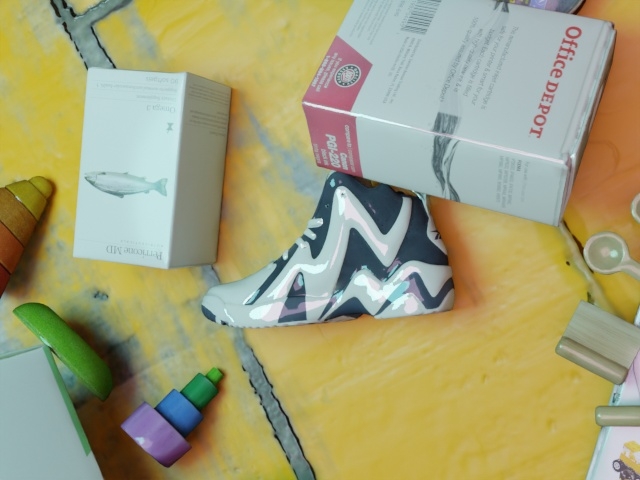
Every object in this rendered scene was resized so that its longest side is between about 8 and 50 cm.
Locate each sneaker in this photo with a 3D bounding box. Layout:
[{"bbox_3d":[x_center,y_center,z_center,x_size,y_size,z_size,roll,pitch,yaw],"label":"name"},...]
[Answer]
[{"bbox_3d":[0.000,0.000,0.849,0.235,0.094,0.153,-7,83,23],"label":"sneaker"}]

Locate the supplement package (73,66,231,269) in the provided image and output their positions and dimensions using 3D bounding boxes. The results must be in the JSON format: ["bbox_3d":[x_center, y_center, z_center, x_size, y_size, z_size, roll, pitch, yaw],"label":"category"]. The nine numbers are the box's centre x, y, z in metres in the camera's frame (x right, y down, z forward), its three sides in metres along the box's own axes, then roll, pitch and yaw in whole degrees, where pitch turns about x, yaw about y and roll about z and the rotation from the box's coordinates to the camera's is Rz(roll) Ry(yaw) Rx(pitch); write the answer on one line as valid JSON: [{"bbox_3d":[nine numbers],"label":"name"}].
[{"bbox_3d":[-0.159,-0.068,0.890,0.105,0.105,0.179,6,93,17],"label":"supplement package"}]

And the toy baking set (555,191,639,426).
[{"bbox_3d":[0.315,0.058,0.722,0.256,0.030,0.196,2,89,17],"label":"toy baking set"}]

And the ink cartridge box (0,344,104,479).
[{"bbox_3d":[-0.336,0.250,0.893,0.289,0.121,0.211,-31,81,42],"label":"ink cartridge box"}]

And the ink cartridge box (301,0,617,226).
[{"bbox_3d":[0.117,-0.119,0.772,0.218,0.092,0.158,15,60,19],"label":"ink cartridge box"}]

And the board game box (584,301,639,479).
[{"bbox_3d":[0.385,0.174,0.744,0.305,0.053,0.193,17,96,17],"label":"board game box"}]

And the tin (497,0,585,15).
[{"bbox_3d":[0.195,-0.273,0.807,0.106,0.040,0.189,18,97,13],"label":"tin"}]

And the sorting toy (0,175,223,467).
[{"bbox_3d":[-0.239,0.060,0.939,0.365,0.127,0.126,42,73,10],"label":"sorting toy"}]
